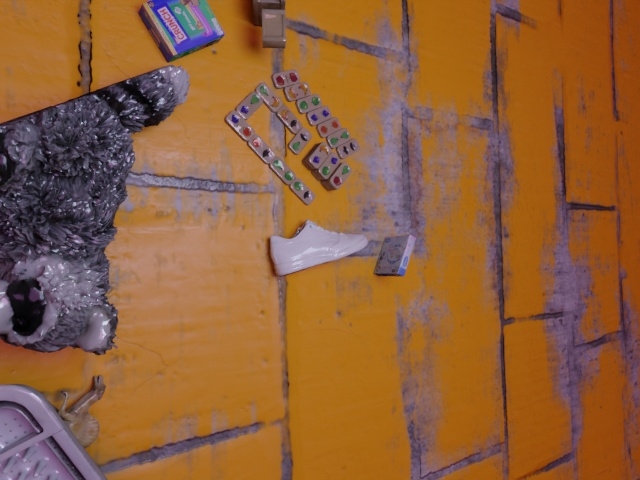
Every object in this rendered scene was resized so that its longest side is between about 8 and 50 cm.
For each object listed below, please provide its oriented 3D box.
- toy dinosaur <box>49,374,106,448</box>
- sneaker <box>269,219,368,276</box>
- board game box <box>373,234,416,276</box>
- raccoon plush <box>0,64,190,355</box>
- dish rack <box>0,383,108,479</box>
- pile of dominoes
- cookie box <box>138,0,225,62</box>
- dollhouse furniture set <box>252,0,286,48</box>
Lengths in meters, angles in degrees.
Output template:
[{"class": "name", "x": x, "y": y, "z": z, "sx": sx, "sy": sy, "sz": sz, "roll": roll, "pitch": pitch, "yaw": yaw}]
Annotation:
[{"class": "toy dinosaur", "x": -0.375, "y": 0.288, "z": 0.625, "sx": 0.093, "sy": 0.053, "sz": 0.183, "roll": 24, "pitch": 76, "yaw": -30}, {"class": "sneaker", "x": 0.000, "y": 0.000, "z": 0.853, "sx": 0.212, "sy": 0.080, "sz": 0.094, "roll": -15, "pitch": 85, "yaw": -29}, {"class": "board game box", "x": 0.160, "y": 0.034, "z": 0.934, "sx": 0.020, "sy": 0.090, "sz": 0.089, "roll": 26, "pitch": 76, "yaw": -24}, {"class": "raccoon plush", "x": -0.294, "y": -0.047, "z": 0.613, "sx": 0.446, "sy": 0.216, "sz": 0.299, "roll": -39, "pitch": 123, "yaw": -33}, {"class": "dish rack", "x": -0.415, "y": 0.358, "z": 0.553, "sx": 0.286, "sy": 0.072, "sz": 0.332, "roll": -28, "pitch": 104, "yaw": -9}, {"class": "pile of dominoes", "x": -0.034, "y": -0.212, "z": 0.855, "sx": 0.251, "sy": 0.040, "sz": 0.196, "roll": 45, "pitch": 67, "yaw": -22}, {"class": "cookie box", "x": -0.236, "y": -0.371, "z": 0.737, "sx": 0.107, "sy": 0.040, "sz": 0.091, "roll": -38, "pitch": 108, "yaw": -26}, {"class": "dollhouse furniture set", "x": -0.146, "y": -0.433, "z": 0.786, "sx": 0.161, "sy": 0.101, "sz": 0.181, "roll": -1, "pitch": 89, "yaw": -7}]
